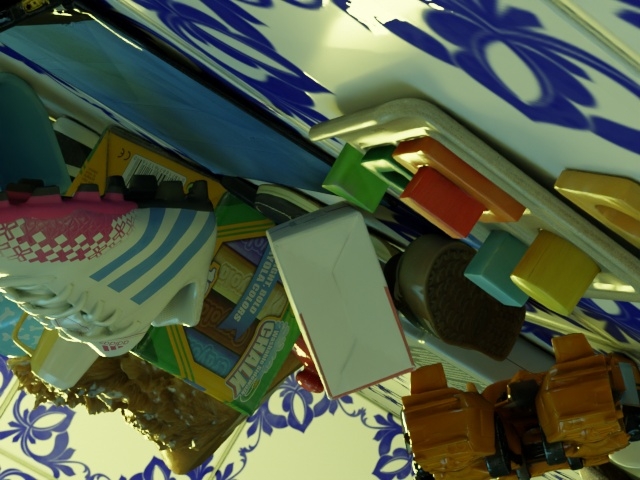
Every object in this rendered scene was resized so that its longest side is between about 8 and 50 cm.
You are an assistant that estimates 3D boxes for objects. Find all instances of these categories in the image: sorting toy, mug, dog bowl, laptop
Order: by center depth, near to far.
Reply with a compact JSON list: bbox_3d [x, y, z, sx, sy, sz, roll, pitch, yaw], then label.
[{"bbox_3d":[0.089,-0.007,0.933,0.196,0.047,0.347,32,174,-10],"label":"sorting toy"},{"bbox_3d":[-0.231,-0.054,1.255,0.236,0.408,0.382,67,162,-14],"label":"laptop"},{"bbox_3d":[-0.245,0.102,1.645,0.078,0.064,0.062,29,175,33],"label":"mug"},{"bbox_3d":[-0.307,-0.032,1.737,0.074,0.297,0.166,-12,-167,23],"label":"dog bowl"}]

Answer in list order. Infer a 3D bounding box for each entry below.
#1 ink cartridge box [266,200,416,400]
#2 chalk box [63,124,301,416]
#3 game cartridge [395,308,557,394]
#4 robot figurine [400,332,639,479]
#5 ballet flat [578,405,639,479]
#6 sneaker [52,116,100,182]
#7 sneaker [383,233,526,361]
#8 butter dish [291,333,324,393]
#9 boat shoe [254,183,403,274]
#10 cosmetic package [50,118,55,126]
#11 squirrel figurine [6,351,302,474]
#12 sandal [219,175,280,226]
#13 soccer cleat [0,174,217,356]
[{"bbox_3d":[0.011,0.037,1.245,0.198,0.067,0.115,-125,15,-86],"label":"ink cartridge box"},{"bbox_3d":[-0.122,0.044,1.729,0.180,0.179,0.289,27,173,34],"label":"chalk box"},{"bbox_3d":[0.136,0.106,1.603,0.198,0.062,0.297,27,174,-7],"label":"game cartridge"},{"bbox_3d":[0.157,0.131,1.294,0.211,0.085,0.291,-13,169,10],"label":"robot figurine"},{"bbox_3d":[0.323,0.221,1.440,0.316,0.107,0.106,24,157,44],"label":"ballet flat"},{"bbox_3d":[-0.225,-0.030,1.887,0.217,0.121,0.079,33,174,-26],"label":"sneaker"},{"bbox_3d":[0.076,0.035,1.240,0.086,0.064,0.192,23,173,29],"label":"sneaker"},{"bbox_3d":[0.013,0.113,1.931,0.160,0.118,0.160,27,174,25],"label":"butter dish"},{"bbox_3d":[0.000,0.000,1.397,0.152,0.049,0.056,27,173,35],"label":"boat shoe"},{"bbox_3d":[-0.393,-0.042,1.977,0.224,0.225,0.138,27,-151,32],"label":"cosmetic package"},{"bbox_3d":[-0.225,0.086,2.171,0.370,0.281,0.397,47,-165,6],"label":"squirrel figurine"},{"bbox_3d":[-0.016,0.002,1.535,0.179,0.040,0.067,30,174,1],"label":"sandal"},{"bbox_3d":[-0.184,0.024,1.335,0.116,0.143,0.331,5,-175,31],"label":"soccer cleat"}]
